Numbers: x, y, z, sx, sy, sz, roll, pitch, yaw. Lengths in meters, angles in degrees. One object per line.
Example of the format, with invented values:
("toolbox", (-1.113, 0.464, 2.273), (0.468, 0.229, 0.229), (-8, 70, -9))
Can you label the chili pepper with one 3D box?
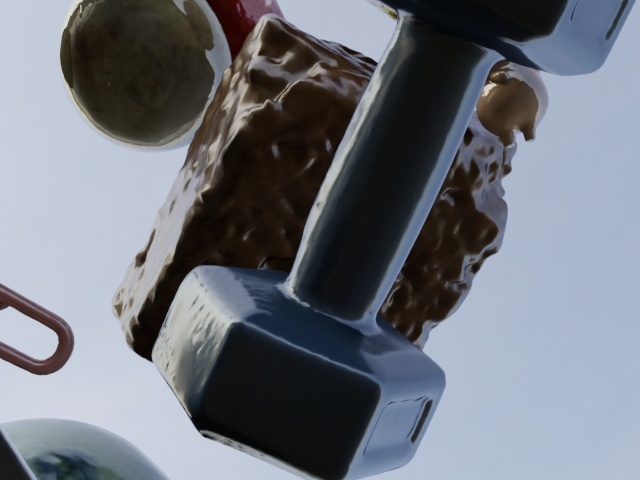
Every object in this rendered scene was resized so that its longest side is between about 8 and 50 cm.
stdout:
("chili pepper", (-0.129, -0.304, 1.273), (0.131, 0.134, 0.338), (4, -41, 47))

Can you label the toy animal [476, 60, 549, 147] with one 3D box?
("toy animal", (0.171, -0.157, 0.939), (0.089, 0.083, 0.150), (-46, -129, 44))

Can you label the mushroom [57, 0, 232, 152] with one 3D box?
("mushroom", (-0.209, -0.219, 1.171), (0.226, 0.178, 0.226), (11, -58, 18))

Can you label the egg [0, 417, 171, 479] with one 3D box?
("egg", (-0.308, 0.362, 1.050), (0.345, 0.345, 0.428), (26, -21, 12))

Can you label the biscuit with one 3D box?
("biscuit", (0.000, 0.000, 1.045), (0.343, 0.166, 0.395), (21, -70, -20))

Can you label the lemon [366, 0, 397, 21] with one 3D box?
("lemon", (0.107, -0.383, 1.029), (0.285, 0.285, 0.316), (-17, -83, 37))

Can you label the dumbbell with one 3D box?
("dumbbell", (0.036, -0.036, 0.520), (0.160, 0.144, 0.324), (24, -80, -1))

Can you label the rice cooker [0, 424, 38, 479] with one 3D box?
("rice cooker", (-0.252, 0.248, 0.489), (0.325, 0.335, 0.335), (53, -48, 6))

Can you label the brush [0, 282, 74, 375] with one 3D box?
("brush", (-0.352, 0.061, 0.954), (0.233, 0.103, 0.047), (29, -9, -6))
